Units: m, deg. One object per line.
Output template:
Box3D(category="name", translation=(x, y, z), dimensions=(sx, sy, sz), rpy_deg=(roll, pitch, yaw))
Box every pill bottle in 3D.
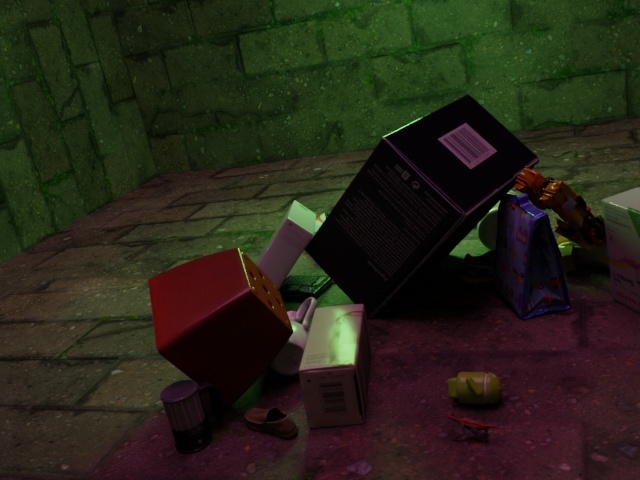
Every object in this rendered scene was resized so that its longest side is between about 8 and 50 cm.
Box3D(category="pill bottle", translation=(0.593, -0.078, 2.266), dimensions=(0.152, 0.152, 0.272), rpy_deg=(-6, 19, 18))

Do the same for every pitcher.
Box3D(category="pitcher", translation=(-0.065, 0.237, 1.757), dimensions=(0.178, 0.125, 0.207), rpy_deg=(-53, 12, 10))

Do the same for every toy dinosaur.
Box3D(category="toy dinosaur", translation=(0.290, 0.352, 1.353), dimensions=(0.082, 0.090, 0.047), rpy_deg=(34, 38, -2))

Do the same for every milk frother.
Box3D(category="milk frother", translation=(-0.302, 0.373, 1.547), dimensions=(0.143, 0.135, 0.129), rpy_deg=(4, 24, 38))

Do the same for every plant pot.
Box3D(category="plant pot", translation=(-0.221, 0.180, 1.648), dimensions=(0.235, 0.267, 0.267), rpy_deg=(-34, 38, 7))

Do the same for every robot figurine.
Box3D(category="robot figurine", translation=(0.643, -0.076, 1.834), dimensions=(0.085, 0.291, 0.211), rpy_deg=(-51, 32, 2))
Box3D(category="robot figurine", translation=(0.327, 0.309, 1.456), dimensions=(0.115, 0.067, 0.101), rpy_deg=(-4, -9, 24))

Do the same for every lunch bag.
Box3D(category="lunch bag", translation=(0.530, 0.019, 1.809), dimensions=(0.138, 0.293, 0.221), rpy_deg=(-13, 19, -2))

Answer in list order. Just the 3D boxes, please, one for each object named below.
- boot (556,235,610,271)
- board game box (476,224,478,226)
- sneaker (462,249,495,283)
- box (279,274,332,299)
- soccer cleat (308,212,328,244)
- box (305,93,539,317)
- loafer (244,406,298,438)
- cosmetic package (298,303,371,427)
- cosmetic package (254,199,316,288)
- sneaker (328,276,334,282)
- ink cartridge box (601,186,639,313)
Box3D(category="boot", translation=(0.805, 0.012, 1.957), dimensions=(0.295, 0.104, 0.211), rpy_deg=(-7, 20, 27))
Box3D(category="board game box", translation=(0.478, -0.061, 2.471), dimensions=(0.259, 0.039, 0.124), rpy_deg=(-14, 20, -15))
Box3D(category="sneaker", translation=(0.514, 0.068, 2.006), dimensions=(0.215, 0.083, 0.084), rpy_deg=(-10, 18, 3))
Box3D(category="box", translation=(-0.058, 0.148, 2.201), dimensions=(0.162, 0.029, 0.116), rpy_deg=(-1, 23, 32))
Box3D(category="soccer cleat", translation=(0.000, 0.000, 2.508), dimensions=(0.116, 0.108, 0.318), rpy_deg=(-32, 19, 11))
Box3D(category="box", translation=(0.283, -0.102, 1.964), dimensions=(0.480, 0.297, 0.472), rpy_deg=(-32, -17, -46))
Box3D(category="loafer", translation=(-0.110, 0.388, 1.519), dimensions=(0.148, 0.050, 0.056), rpy_deg=(3, 24, 37))
Box3D(category="cosmetic package", translation=(0.041, 0.278, 1.593), dimensions=(0.129, 0.153, 0.296), rpy_deg=(-7, 21, 9))
Box3D(category="cosmetic package", translation=(-0.126, 0.042, 2.108), dimensions=(0.284, 0.097, 0.377), rpy_deg=(-55, 5, 10))
Box3D(category="sneaker", translation=(0.064, 0.112, 2.217), dimensions=(0.083, 0.035, 0.031), rpy_deg=(-6, 19, 17))
Box3D(category="ink cartridge box", translation=(0.784, 0.037, 1.637), dimensions=(0.117, 0.278, 0.201), rpy_deg=(-18, 20, -9))
